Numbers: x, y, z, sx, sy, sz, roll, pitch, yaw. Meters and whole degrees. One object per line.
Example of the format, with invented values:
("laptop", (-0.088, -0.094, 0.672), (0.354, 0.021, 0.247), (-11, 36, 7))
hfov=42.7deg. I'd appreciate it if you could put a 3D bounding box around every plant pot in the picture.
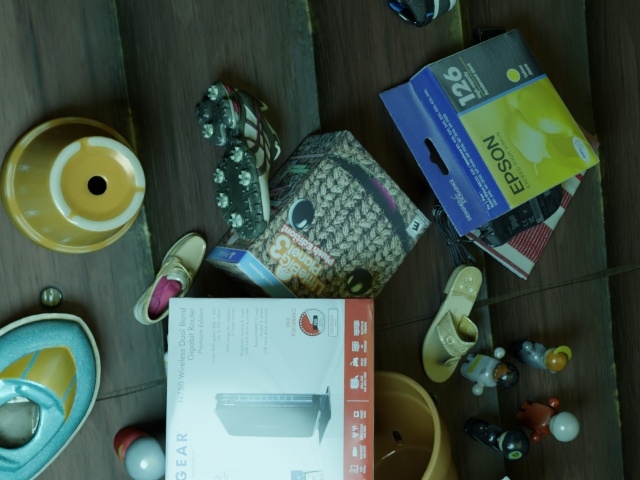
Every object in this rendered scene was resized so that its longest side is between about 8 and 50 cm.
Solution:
("plant pot", (0.108, 0.397, 1.395), (0.291, 0.291, 0.203), (-52, 131, -16))
("plant pot", (-0.338, -0.080, 1.166), (0.205, 0.188, 0.205), (-1, 93, -28))

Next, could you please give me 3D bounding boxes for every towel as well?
("towel", (0.411, -0.117, 1.639), (0.237, 0.037, 0.329), (33, 84, -27))

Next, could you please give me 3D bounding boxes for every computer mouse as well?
("computer mouse", (0.325, -0.072, 1.554), (0.262, 0.060, 0.184), (-36, 118, -4))

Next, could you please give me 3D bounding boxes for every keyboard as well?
("keyboard", (0.332, -0.325, 1.606), (0.108, 0.023, 0.180), (-13, 97, -33))

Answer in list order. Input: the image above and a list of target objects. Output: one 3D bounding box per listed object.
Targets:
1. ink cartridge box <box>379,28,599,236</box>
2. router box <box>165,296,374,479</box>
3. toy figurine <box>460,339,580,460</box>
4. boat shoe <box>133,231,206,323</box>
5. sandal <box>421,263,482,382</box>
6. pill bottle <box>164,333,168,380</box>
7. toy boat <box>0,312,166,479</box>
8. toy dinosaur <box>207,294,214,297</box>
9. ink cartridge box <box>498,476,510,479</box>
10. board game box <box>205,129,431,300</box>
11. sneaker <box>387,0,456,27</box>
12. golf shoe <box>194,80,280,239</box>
("ink cartridge box", (0.312, -0.206, 1.496), (0.307, 0.072, 0.303), (-27, 84, -24))
("router box", (-0.072, 0.251, 1.212), (0.301, 0.082, 0.335), (0, 86, 0))
("toy figurine", (0.391, 0.305, 1.595), (0.213, 0.148, 0.209), (-7, 96, -27))
("boat shoe", (-0.230, 0.063, 1.303), (0.063, 0.059, 0.170), (37, 76, -24))
("sandal", (0.258, 0.167, 1.529), (0.088, 0.079, 0.240), (11, 100, -23))
("pill bottle", (-0.216, 0.205, 1.315), (0.065, 0.065, 0.116), (-8, 97, -27))
("toy boat", (-0.369, 0.256, 1.189), (0.318, 0.148, 0.267), (33, 77, -25))
("toy dinosaur", (-0.121, 0.239, 1.358), (0.160, 0.121, 0.313), (1, 96, -16))
("ink cartridge box", (0.279, 0.544, 1.495), (0.172, 0.237, 0.100), (-35, 72, -22))
("board game box", (0.000, 0.000, 1.377), (0.232, 0.141, 0.291), (44, 72, -22))
("sneaker", (0.155, -0.488, 1.470), (0.121, 0.079, 0.217), (-40, 111, -22))
("golf shoe", (-0.107, -0.129, 1.290), (0.120, 0.105, 0.273), (4, 62, -39))
